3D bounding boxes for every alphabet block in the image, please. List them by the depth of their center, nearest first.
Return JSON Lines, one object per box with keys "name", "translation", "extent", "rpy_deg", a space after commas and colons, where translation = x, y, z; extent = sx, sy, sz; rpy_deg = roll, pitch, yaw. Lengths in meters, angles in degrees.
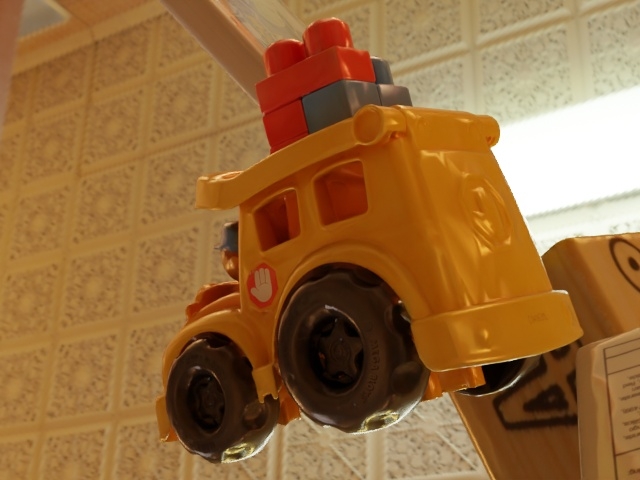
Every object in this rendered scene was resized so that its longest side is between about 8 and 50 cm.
{"name": "alphabet block", "translation": [0.245, 0.123, 0.857], "extent": [0.193, 0.192, 0.197], "rpy_deg": [-47, -124, 41]}

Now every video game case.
{"name": "video game case", "translation": [-0.039, -0.176, 0.958], "extent": [0.329, 0.300, 0.036], "rpy_deg": [47, -75, 8]}

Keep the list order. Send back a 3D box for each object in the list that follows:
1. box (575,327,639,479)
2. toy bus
{"name": "box", "translation": [0.179, 0.124, 0.344], "extent": [0.148, 0.127, 0.232], "rpy_deg": [-21, -158, 21]}
{"name": "toy bus", "translation": [0.000, 0.000, 0.564], "extent": [0.220, 0.149, 0.212], "rpy_deg": [-23, -100, 38]}
